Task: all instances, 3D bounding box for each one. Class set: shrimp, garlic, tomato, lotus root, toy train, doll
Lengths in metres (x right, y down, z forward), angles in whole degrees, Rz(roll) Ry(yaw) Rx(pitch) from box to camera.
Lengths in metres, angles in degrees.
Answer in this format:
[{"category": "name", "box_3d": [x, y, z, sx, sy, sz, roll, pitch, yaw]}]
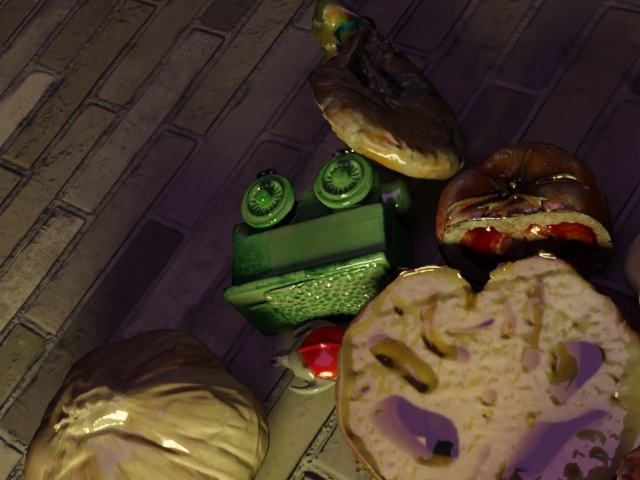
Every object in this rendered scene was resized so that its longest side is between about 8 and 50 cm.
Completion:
[{"category": "shrimp", "box_3d": [0.067, -0.221, 1.626, 0.110, 0.221, 0.446, -66, 29, 29]}, {"category": "garlic", "box_3d": [-0.223, 0.265, 1.387, 0.317, 0.259, 0.317, -15, 49, 17]}, {"category": "tomato", "box_3d": [0.256, -0.045, 1.408, 0.214, 0.181, 0.155, -5, 52, 19]}, {"category": "lotus root", "box_3d": [0.202, 0.192, 1.305, 0.390, 0.111, 0.375, 4, 65, 21]}, {"category": "toy train", "box_3d": [0.000, 0.000, 1.526, 0.266, 0.145, 0.202, -14, 56, 19]}, {"category": "doll", "box_3d": [0.026, 0.149, 1.469, 0.194, 0.062, 0.104, -8, 73, 13]}]

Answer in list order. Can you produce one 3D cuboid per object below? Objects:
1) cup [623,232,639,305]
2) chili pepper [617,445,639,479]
[{"category": "cup", "box_3d": [0.449, 0.024, 1.260, 0.202, 0.173, 0.255, -40, 50, -5]}, {"category": "chili pepper", "box_3d": [0.386, 0.303, 1.024, 0.229, 0.305, 0.251, 1, 55, 24]}]
